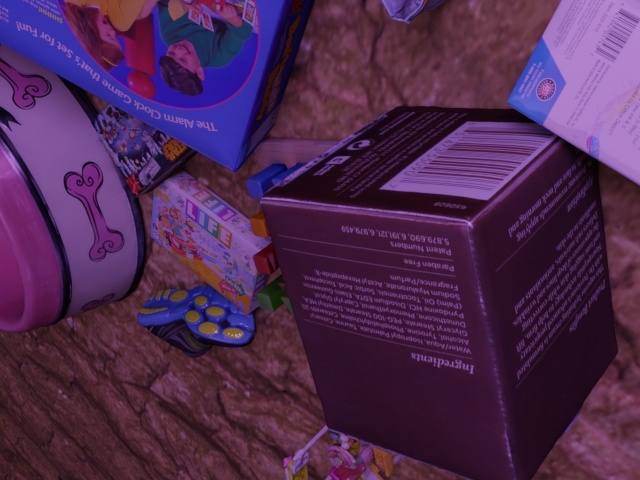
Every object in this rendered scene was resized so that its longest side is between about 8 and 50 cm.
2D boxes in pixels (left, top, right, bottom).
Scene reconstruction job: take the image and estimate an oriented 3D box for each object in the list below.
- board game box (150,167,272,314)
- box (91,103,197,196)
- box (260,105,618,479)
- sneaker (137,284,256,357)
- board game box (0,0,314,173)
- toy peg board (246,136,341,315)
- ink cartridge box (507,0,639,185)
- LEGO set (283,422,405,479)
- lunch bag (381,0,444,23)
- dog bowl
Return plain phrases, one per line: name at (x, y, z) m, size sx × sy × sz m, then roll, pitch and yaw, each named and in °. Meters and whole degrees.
board game box at (-0.120, -0.002, 0.872) m, size 0.154 × 0.026 × 0.103 m, roll 36°, pitch 138°, yaw 20°
box at (-0.166, -0.115, 0.808) m, size 0.137 × 0.027 × 0.094 m, roll -32°, pitch 90°, yaw 41°
box at (0.091, 0.029, 0.570) m, size 0.167 × 0.168 × 0.203 m, roll 8°, pitch 123°, yaw 40°
sneaker at (-0.137, 0.098, 0.949) m, size 0.188 × 0.067 × 0.078 m, roll -1°, pitch 138°, yaw 44°
board game box at (-0.176, -0.233, 0.639) m, size 0.347 × 0.078 × 0.233 m, roll 29°, pitch 138°, yaw 4°
toy peg board at (0.000, 0.000, 0.712) m, size 0.161 × 0.079 × 0.160 m, roll 9°, pitch 124°, yaw 41°
ink cartridge box at (0.187, -0.089, 0.466) m, size 0.122 × 0.052 × 0.088 m, roll 38°, pitch 126°, yaw 20°
LEGO set at (0.044, 0.278, 0.856) m, size 0.132 × 0.107 × 0.287 m, roll -1°, pitch 118°, yaw 45°
lunch bag at (0.065, -0.187, 0.510) m, size 0.053 × 0.071 × 0.083 m, roll 23°, pitch 133°, yaw 30°
dog bowl at (-0.414, -0.061, 1.026) m, size 0.408 × 0.150 × 0.408 m, roll 25°, pitch 134°, yaw 29°
